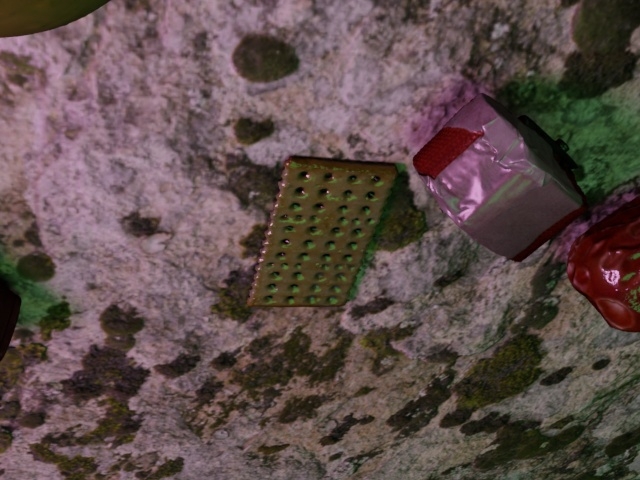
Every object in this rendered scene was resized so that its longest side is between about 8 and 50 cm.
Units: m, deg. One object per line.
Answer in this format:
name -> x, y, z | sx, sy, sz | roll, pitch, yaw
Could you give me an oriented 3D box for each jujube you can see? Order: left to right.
jujube -> 0.434, 0.016, 0.908 | 0.230, 0.155, 0.155 | -33, 136, 1

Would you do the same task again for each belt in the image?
belt -> 0.197, -0.069, 0.745 | 0.124, 0.128, 0.201 | -43, 136, 22

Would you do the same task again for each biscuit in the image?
biscuit -> 0.000, 0.000, 0.828 | 0.139, 0.016, 0.231 | 2, 133, -20

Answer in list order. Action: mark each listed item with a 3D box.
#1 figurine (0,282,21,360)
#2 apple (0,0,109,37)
figurine -> -0.383, 0.078, 0.732 | 0.098, 0.082, 0.154 | -13, 139, 13
apple -> -0.183, -0.228, 0.336 | 0.295, 0.233, 0.258 | -46, 175, 20
